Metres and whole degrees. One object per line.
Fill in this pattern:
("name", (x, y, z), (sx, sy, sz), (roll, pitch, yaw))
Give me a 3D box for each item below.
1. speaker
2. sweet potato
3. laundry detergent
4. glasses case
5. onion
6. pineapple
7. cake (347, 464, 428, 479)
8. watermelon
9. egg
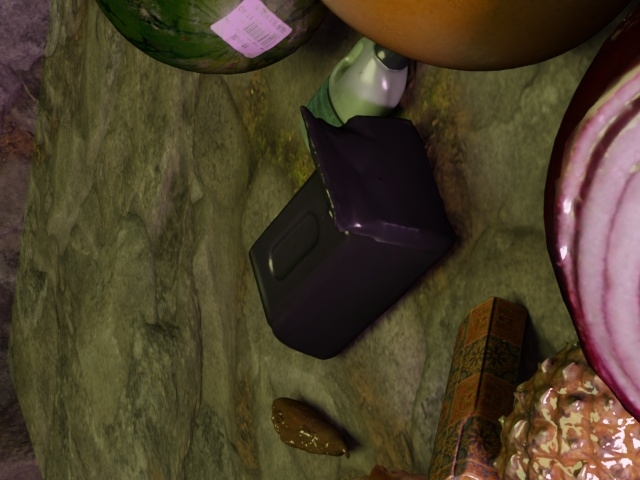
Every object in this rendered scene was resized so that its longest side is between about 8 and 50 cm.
("speaker", (0.000, 0.000, 1.232), (0.388, 0.184, 0.180), (-50, 50, 52))
("sweet potato", (-0.016, 0.262, 1.405), (0.206, 0.068, 0.060), (13, 128, 55))
("laundry detergent", (0.050, -0.184, 1.244), (0.225, 0.070, 0.099), (-46, 46, 53))
("glasses case", (0.150, 0.157, 0.994), (0.075, 0.049, 0.218), (-58, 9, 46))
("onion", (0.298, -0.014, 0.621), (0.336, 0.260, 0.282), (50, 124, -1))
("pineapple", (0.253, 0.113, 0.826), (0.158, 0.158, 0.278), (54, 133, 45))
("cake", (0.067, 0.406, 1.042), (0.307, 0.293, 0.314), (-16, 82, 55))
("watermelon", (-0.142, -0.382, 1.305), (0.363, 0.363, 0.363), (7, 98, 61))
("egg", (0.101, -0.284, 0.787), (0.351, 0.283, 0.282), (42, 131, 26))
